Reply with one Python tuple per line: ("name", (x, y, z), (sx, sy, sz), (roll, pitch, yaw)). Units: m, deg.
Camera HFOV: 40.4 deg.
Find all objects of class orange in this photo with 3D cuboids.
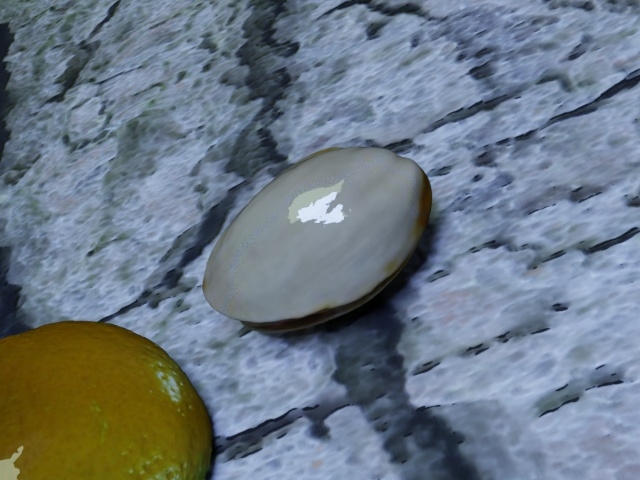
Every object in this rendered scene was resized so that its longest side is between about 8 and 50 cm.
("orange", (-0.248, 0.212, 0.727), (0.262, 0.196, 0.334), (26, 64, 27))

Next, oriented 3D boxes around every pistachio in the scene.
("pistachio", (0.000, 0.000, 0.761), (0.215, 0.144, 0.144), (-39, 45, 6))
